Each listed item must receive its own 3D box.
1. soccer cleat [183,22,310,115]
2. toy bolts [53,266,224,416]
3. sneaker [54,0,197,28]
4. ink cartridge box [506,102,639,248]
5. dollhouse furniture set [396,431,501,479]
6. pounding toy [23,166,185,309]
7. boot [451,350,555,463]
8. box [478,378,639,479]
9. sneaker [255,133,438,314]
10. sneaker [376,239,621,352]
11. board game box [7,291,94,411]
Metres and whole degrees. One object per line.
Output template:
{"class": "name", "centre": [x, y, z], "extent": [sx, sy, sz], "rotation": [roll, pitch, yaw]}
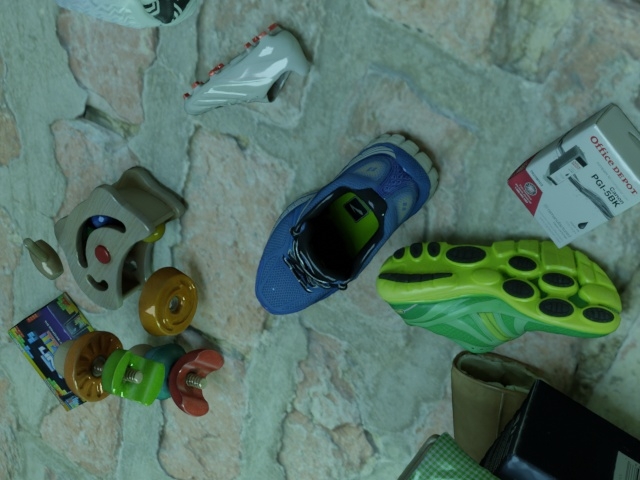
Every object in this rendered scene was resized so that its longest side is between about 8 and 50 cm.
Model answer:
{"class": "soccer cleat", "centre": [-0.095, -0.191, 1.467], "extent": [0.196, 0.068, 0.076], "rotation": [-29, 103, 40]}
{"class": "toy bolts", "centre": [-0.261, 0.149, 1.750], "extent": [0.159, 0.218, 0.228], "rotation": [11, 164, 35]}
{"class": "sneaker", "centre": [-0.156, -0.355, 1.209], "extent": [0.137, 0.366, 0.210], "rotation": [17, 121, 12]}
{"class": "ink cartridge box", "centre": [0.285, -0.068, 1.283], "extent": [0.099, 0.056, 0.135], "rotation": [51, 134, -2]}
{"class": "dollhouse furniture set", "centre": [0.112, 0.390, 1.277], "extent": [0.198, 0.151, 0.301], "rotation": [34, 118, 6]}
{"class": "pounding toy", "centre": [-0.317, 0.024, 1.699], "extent": [0.269, 0.155, 0.154], "rotation": [-33, 93, 45]}
{"class": "boot", "centre": [0.265, 0.292, 1.512], "extent": [0.236, 0.089, 0.269], "rotation": [14, 122, 20]}
{"class": "box", "centre": [0.307, 0.399, 1.399], "extent": [0.343, 0.179, 0.312], "rotation": [31, 119, 5]}
{"class": "sneaker", "centre": [0.000, 0.000, 1.466], "extent": [0.130, 0.147, 0.330], "rotation": [45, 134, 2]}
{"class": "sneaker", "centre": [0.214, 0.068, 1.408], "extent": [0.296, 0.109, 0.123], "rotation": [7, 145, 30]}
{"class": "board game box", "centre": [-0.415, 0.184, 1.947], "extent": [0.141, 0.048, 0.170], "rotation": [-30, 99, 44]}
